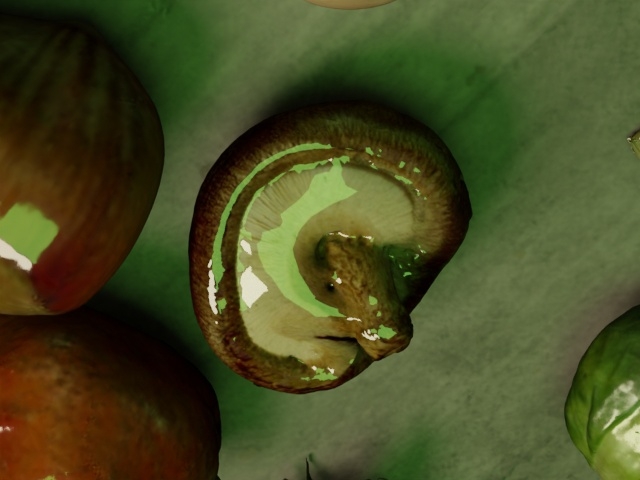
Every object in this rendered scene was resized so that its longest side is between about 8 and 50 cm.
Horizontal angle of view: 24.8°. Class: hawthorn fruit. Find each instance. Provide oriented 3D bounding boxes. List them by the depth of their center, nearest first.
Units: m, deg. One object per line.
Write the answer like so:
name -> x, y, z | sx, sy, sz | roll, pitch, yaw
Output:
hawthorn fruit -> -0.178, 0.163, 1.128 | 0.261, 0.224, 0.224 | 15, 118, -33

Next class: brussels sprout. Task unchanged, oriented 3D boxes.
brussels sprout -> 0.267, 0.135, 1.168 | 0.131, 0.145, 0.183 | 19, 113, 18

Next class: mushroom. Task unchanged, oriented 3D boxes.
mushroom -> -0.001, -0.003, 1.090 | 0.194, 0.138, 0.231 | 42, 98, -8

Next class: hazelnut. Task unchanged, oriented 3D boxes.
hazelnut -> -0.216, -0.052, 1.029 | 0.210, 0.210, 0.186 | 11, 141, -8

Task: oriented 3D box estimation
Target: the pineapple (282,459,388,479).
pineapple -> -0.064, 0.302, 1.242 | 0.169, 0.169, 0.340 | 40, 102, -21

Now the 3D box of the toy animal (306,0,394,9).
toy animal -> 0.032, -0.265, 0.929 | 0.166, 0.154, 0.250 | 7, 115, -32

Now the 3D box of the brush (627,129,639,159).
brush -> 0.300, -0.029, 1.147 | 0.043, 0.014, 0.170 | -32, 116, 15
